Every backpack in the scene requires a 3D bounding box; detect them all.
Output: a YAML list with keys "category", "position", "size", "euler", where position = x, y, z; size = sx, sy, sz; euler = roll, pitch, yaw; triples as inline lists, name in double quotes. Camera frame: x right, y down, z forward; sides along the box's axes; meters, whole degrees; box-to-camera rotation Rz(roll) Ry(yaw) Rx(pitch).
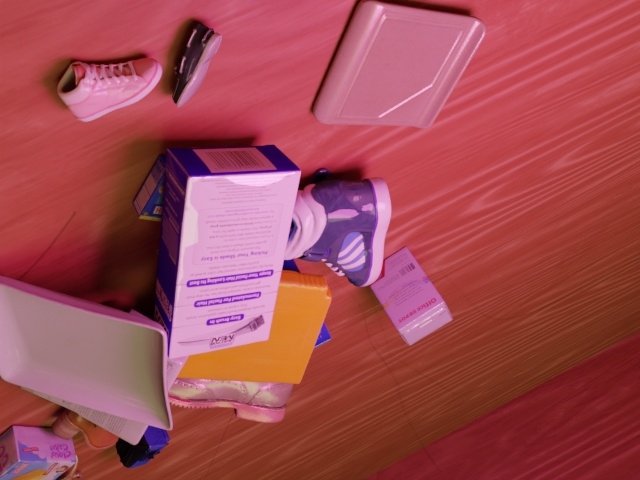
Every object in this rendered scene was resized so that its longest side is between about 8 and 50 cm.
- category: "backpack"
  position: [-0.443, 0.509, 1.631]
  size: [0.120, 0.098, 0.101]
  euler: [-45, 148, 21]

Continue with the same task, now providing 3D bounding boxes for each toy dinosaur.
- category: "toy dinosaur"
  position: [-0.648, 0.616, 1.657]
  size: [0.183, 0.053, 0.093]
  euler: [-38, 145, 13]

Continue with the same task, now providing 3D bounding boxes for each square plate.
- category: "square plate"
  position: [-0.415, 0.190, 1.124]
  size: [0.344, 0.049, 0.347]
  euler: [16, 138, 4]

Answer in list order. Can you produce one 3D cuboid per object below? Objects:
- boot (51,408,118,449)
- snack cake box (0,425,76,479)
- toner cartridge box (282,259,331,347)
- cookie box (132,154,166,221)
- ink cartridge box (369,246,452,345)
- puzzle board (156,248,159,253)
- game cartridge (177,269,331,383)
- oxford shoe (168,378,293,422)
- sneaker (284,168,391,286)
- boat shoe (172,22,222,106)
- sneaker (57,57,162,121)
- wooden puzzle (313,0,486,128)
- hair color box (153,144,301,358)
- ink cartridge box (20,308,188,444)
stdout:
- category: "boot"
  position: [-0.483, 0.398, 1.479]
  size: [0.152, 0.073, 0.197]
  euler: [-40, 149, 7]
- category: "snack cake box"
  position: [-0.698, 0.525, 1.465]
  size: [0.264, 0.089, 0.152]
  euler: [-40, 145, 15]
- category: "toner cartridge box"
  position: [-0.092, 0.161, 1.455]
  size: [0.165, 0.075, 0.347]
  euler: [-26, 147, -4]
- category: "cookie box"
  position: [-0.236, -0.079, 1.055]
  size: [0.092, 0.040, 0.107]
  euler: [7, 132, -42]
- category: "ink cartridge box"
  position: [0.209, 0.135, 1.558]
  size: [0.128, 0.176, 0.127]
  euler: [-32, 147, 4]
- category: "puzzle board"
  position: [-0.230, 0.016, 1.215]
  size: [0.128, 0.011, 0.096]
  euler: [-25, 148, -6]
- category: "game cartridge"
  position: [-0.162, 0.168, 1.290]
  size: [0.324, 0.052, 0.285]
  euler: [7, 126, -18]
- category: "oxford shoe"
  position: [-0.242, 0.288, 1.443]
  size: [0.397, 0.140, 0.146]
  euler: [18, 98, -27]
- category: "sneaker"
  position: [0.000, 0.000, 1.285]
  size: [0.236, 0.130, 0.322]
  euler: [-10, 148, -11]
- category: "boat shoe"
  position: [-0.177, -0.238, 0.892]
  size: [0.125, 0.038, 0.046]
  euler: [-52, -177, 39]
- category: "sneaker"
  position: [-0.275, -0.207, 0.844]
  size: [0.134, 0.051, 0.070]
  euler: [-27, 152, 3]
- category: "wooden puzzle"
  position: [0.125, -0.281, 1.068]
  size: [0.239, 0.044, 0.221]
  euler: [-1, 138, -30]
- category: "hair color box"
  position: [-0.160, 0.019, 1.059]
  size: [0.185, 0.110, 0.338]
  euler: [-6, 123, -30]
- category: "ink cartridge box"
  position: [-0.417, 0.243, 1.265]
  size: [0.261, 0.066, 0.296]
  euler: [30, 125, -6]
